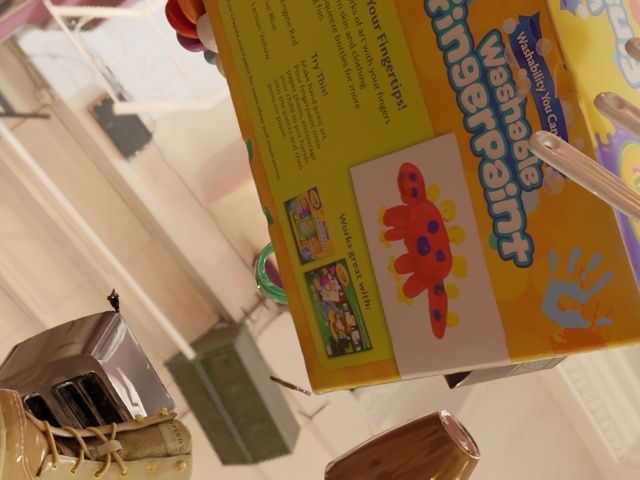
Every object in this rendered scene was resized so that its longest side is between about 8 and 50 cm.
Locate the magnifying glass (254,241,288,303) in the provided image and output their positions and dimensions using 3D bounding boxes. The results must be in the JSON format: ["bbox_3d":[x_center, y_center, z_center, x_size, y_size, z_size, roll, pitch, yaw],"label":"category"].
[{"bbox_3d":[0.000,0.000,1.061,0.231,0.092,0.026,-44,164,-35],"label":"magnifying glass"}]

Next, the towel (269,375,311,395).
[{"bbox_3d":[-0.055,0.269,1.441,0.060,0.083,0.009,18,-101,26],"label":"towel"}]

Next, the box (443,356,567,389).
[{"bbox_3d":[0.349,0.115,1.585,0.294,0.296,0.182,-3,145,-33],"label":"box"}]

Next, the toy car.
[{"bbox_3d":[-0.159,-0.329,1.167,0.136,0.182,0.159,-4,-114,12],"label":"toy car"}]

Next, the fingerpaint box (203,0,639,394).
[{"bbox_3d":[0.103,-0.112,0.708,0.163,0.444,0.371,-12,173,-41],"label":"fingerpaint box"}]

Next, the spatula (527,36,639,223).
[{"bbox_3d":[0.237,-0.013,0.404,0.168,0.242,0.019,-42,163,-34],"label":"spatula"}]

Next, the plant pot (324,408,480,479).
[{"bbox_3d":[0.178,0.453,1.515,0.254,0.237,0.237,-44,-164,15],"label":"plant pot"}]

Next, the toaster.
[{"bbox_3d":[-0.292,0.183,0.948,0.168,0.185,0.110,-20,-159,11],"label":"toaster"}]

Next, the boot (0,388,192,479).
[{"bbox_3d":[-0.227,0.207,0.768,0.203,0.262,0.095,-8,-126,-20],"label":"boot"}]
